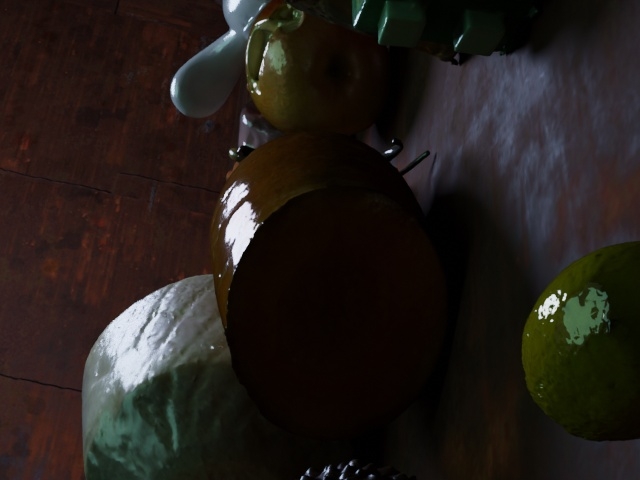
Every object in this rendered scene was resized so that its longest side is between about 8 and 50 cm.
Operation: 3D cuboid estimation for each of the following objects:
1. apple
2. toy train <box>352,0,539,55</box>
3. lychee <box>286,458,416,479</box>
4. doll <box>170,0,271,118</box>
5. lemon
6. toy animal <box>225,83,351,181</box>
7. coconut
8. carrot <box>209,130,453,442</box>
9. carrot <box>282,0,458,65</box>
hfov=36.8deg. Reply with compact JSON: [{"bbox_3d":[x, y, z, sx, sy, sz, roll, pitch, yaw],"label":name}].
[{"bbox_3d":[-0.003,-0.200,1.122,0.199,0.199,0.199,-169,90,-79],"label":"apple"},{"bbox_3d":[0.109,-0.269,0.688,0.271,0.159,0.188,121,152,-59],"label":"toy train"},{"bbox_3d":[0.023,0.221,0.563,0.188,0.188,0.188,-169,90,-79],"label":"lychee"},{"bbox_3d":[-0.029,-0.361,1.343,0.376,0.187,0.365,-18,29,26],"label":"doll"},{"bbox_3d":[0.131,0.047,0.426,0.110,0.082,0.082,113,165,-54],"label":"lemon"},{"bbox_3d":[-0.051,-0.096,1.348,0.169,0.195,0.281,48,135,24],"label":"toy animal"},{"bbox_3d":[-0.103,0.188,0.982,0.329,0.329,0.328,-169,90,-79],"label":"coconut"},{"bbox_3d":[0.000,0.000,0.850,0.331,0.193,0.214,-111,35,-70],"label":"carrot"},{"bbox_3d":[0.016,-0.244,0.868,0.102,0.263,0.102,-161,90,-88],"label":"carrot"}]
